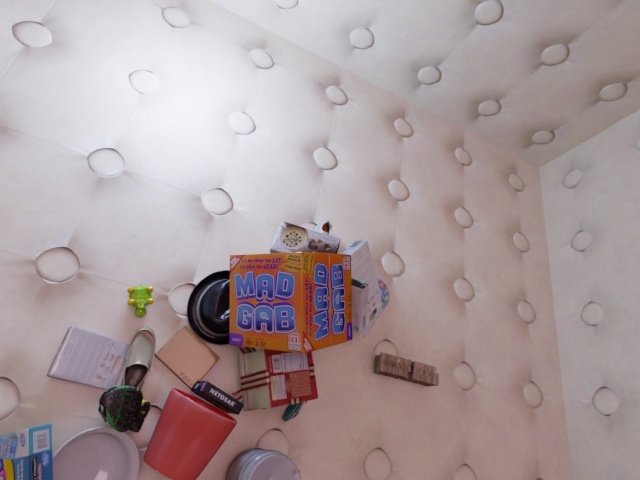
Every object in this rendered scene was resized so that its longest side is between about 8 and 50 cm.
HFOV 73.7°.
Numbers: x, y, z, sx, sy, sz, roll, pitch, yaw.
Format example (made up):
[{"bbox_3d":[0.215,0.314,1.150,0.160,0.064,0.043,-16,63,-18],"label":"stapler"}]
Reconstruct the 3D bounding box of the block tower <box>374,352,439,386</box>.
[{"bbox_3d":[0.417,0.635,2.093,0.336,0.097,0.090,21,61,-20],"label":"block tower"}]

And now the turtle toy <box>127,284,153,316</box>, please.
[{"bbox_3d":[-0.715,0.239,1.695,0.095,0.066,0.130,1,69,-25],"label":"turtle toy"}]

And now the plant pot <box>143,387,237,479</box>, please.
[{"bbox_3d":[-0.473,0.697,1.518,0.275,0.275,0.243,33,68,-11],"label":"plant pot"}]

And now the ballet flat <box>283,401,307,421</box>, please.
[{"bbox_3d":[-0.088,0.696,1.825,0.070,0.070,0.188,39,60,-8],"label":"ballet flat"}]

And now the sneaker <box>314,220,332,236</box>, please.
[{"bbox_3d":[0.000,0.000,2.153,0.088,0.092,0.228,23,61,-19],"label":"sneaker"}]

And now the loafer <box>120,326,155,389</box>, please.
[{"bbox_3d":[-0.678,0.455,1.603,0.102,0.092,0.268,15,65,-25],"label":"loafer"}]

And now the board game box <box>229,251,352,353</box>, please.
[{"bbox_3d":[-0.113,0.233,1.713,0.357,0.357,0.355,5,83,-56],"label":"board game box"}]

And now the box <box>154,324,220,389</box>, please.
[{"bbox_3d":[-0.532,0.467,1.718,0.201,0.021,0.164,45,56,-3],"label":"box"}]

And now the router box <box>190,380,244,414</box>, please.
[{"bbox_3d":[-0.398,0.606,1.647,0.179,0.133,0.046,39,57,-16],"label":"router box"}]

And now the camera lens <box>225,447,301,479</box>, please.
[{"bbox_3d":[-0.212,0.879,1.550,0.220,0.274,0.219,11,65,-23],"label":"camera lens"}]

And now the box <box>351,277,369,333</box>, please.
[{"bbox_3d":[0.057,0.255,1.897,0.322,0.232,0.059,17,28,29],"label":"box"}]

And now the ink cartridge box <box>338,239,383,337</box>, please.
[{"bbox_3d":[0.181,0.223,2.037,0.308,0.091,0.384,-36,115,-59],"label":"ink cartridge box"}]

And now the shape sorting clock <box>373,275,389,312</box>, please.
[{"bbox_3d":[0.267,0.272,2.203,0.207,0.040,0.206,11,64,-23],"label":"shape sorting clock"}]

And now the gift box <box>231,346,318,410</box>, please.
[{"bbox_3d":[-0.198,0.539,1.713,0.277,0.258,0.254,9,65,-33],"label":"gift box"}]

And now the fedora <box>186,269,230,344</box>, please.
[{"bbox_3d":[-0.392,0.265,1.799,0.335,0.152,0.333,11,64,-23],"label":"fedora"}]

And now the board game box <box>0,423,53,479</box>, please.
[{"bbox_3d":[-0.933,0.701,1.242,0.079,0.337,0.253,30,44,-66],"label":"board game box"}]

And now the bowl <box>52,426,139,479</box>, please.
[{"bbox_3d":[-0.760,0.752,1.382,0.298,0.134,0.297,11,75,-46],"label":"bowl"}]

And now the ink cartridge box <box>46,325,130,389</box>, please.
[{"bbox_3d":[-0.842,0.436,1.567,0.225,0.056,0.180,32,56,-34],"label":"ink cartridge box"}]

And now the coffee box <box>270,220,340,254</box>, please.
[{"bbox_3d":[-0.071,0.042,2.025,0.298,0.118,0.168,18,61,4],"label":"coffee box"}]

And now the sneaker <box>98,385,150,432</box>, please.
[{"bbox_3d":[-0.678,0.561,1.416,0.147,0.343,0.134,16,56,-2],"label":"sneaker"}]
